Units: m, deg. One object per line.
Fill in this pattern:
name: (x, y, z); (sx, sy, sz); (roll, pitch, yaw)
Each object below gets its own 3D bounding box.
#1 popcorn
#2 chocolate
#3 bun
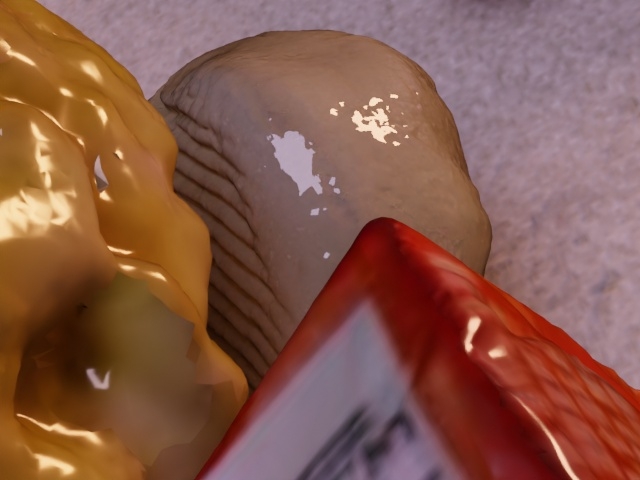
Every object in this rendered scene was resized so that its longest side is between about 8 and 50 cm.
popcorn: (-0.204, 0.097, 0.543); (0.354, 0.390, 0.344); (-5, 62, -16)
chocolate: (0.093, 0.139, 0.431); (0.108, 0.235, 0.237); (-44, 48, 13)
bun: (0.000, 0.000, 0.647); (0.113, 0.166, 0.173); (-7, 50, -28)
